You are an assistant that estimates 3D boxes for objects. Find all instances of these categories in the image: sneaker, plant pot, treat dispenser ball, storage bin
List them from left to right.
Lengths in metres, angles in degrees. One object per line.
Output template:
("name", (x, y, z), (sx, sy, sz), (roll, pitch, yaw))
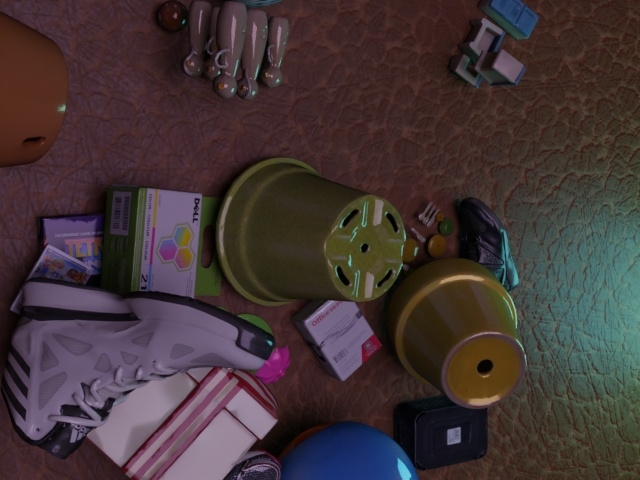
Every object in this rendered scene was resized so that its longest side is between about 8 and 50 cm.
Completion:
("plant pot", (-0.510, -0.225, 1.479), (0.203, 0.291, 0.291), (6, 93, -45))
("sneaker", (-0.283, 0.210, 1.479), (0.169, 0.447, 0.257), (39, 61, -57))
("sneaker", (-0.170, 0.484, 1.690), (0.299, 0.112, 0.121), (-46, 113, -18))
("plant pot", (0.000, 0.000, 1.750), (0.276, 0.254, 0.276), (-8, 103, -39))
("treat dispenser ball", (0.041, 0.474, 1.832), (0.288, 0.288, 0.288), (-3, 97, -28))
("storage bin", (0.246, 0.389, 2.051), (0.180, 0.084, 0.122), (-4, 97, -27))
("plant pot", (0.274, 0.192, 1.913), (0.254, 0.239, 0.254), (-4, 113, -11))
("sneaker", (0.318, 0.030, 2.047), (0.130, 0.087, 0.227), (-34, 115, -28))

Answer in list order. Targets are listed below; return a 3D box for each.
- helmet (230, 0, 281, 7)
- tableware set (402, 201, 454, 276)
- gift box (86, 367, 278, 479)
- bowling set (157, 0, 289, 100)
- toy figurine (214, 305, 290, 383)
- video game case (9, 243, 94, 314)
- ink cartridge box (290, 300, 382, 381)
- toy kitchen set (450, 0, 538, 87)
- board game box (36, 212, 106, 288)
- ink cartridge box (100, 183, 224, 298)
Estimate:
("helmet", (-0.110, -0.480, 1.719), (0.169, 0.169, 0.161), (-36, 95, -20))
("tableware set", (0.208, 0.005, 2.024), (0.104, 0.024, 0.154), (40, 75, -29))
("gift box", (-0.242, 0.281, 1.688), (0.255, 0.276, 0.258), (45, 78, -11))
("bowling set", (-0.181, -0.324, 1.718), (0.287, 0.200, 0.154), (-14, 112, -70))
("toy figurine", (-0.123, 0.193, 1.786), (0.173, 0.159, 0.130), (44, 75, -24))
("video game case", (-0.437, 0.078, 1.634), (0.087, 0.011, 0.122), (32, 82, -25))
("ink cartridge box", (0.030, 0.175, 1.921), (0.109, 0.063, 0.150), (-39, 112, -19))
("toy kitchen set", (0.379, -0.394, 1.988), (0.122, 0.166, 0.207), (31, 81, -27))
("board game box", (-0.385, 0.025, 1.689), (0.170, 0.048, 0.141), (-5, 99, -28))
("ink cartridge box", (-0.236, 0.008, 1.705), (0.255, 0.097, 0.188), (3, 92, -45))
